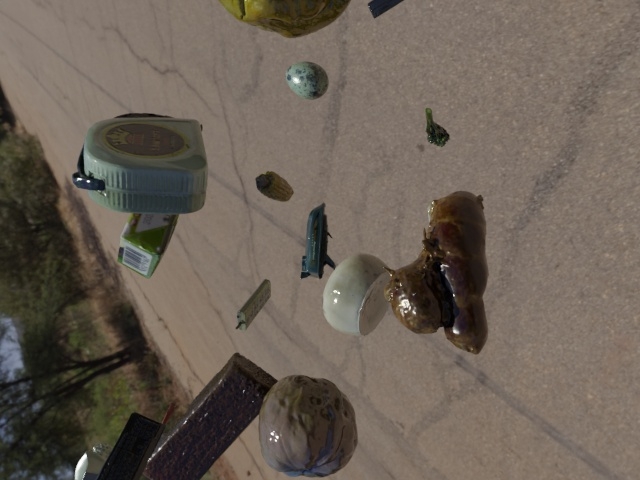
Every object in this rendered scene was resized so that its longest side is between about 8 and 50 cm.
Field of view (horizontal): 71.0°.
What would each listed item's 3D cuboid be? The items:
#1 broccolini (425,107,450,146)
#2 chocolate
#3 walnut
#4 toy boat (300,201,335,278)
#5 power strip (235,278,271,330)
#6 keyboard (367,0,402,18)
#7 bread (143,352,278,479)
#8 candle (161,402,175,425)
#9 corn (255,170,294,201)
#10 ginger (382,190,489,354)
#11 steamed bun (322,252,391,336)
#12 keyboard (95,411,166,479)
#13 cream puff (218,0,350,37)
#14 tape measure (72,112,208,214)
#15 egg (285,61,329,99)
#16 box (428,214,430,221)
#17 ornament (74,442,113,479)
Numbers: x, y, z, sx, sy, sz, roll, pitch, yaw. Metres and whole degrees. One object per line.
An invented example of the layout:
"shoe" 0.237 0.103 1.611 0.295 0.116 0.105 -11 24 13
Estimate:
"broccolini" 0.342 -0.352 1.396 0.068 0.203 0.091 -31 64 23
"chocolate" -0.552 -0.055 1.478 0.301 0.137 0.288 -35 37 57
"walnut" -0.030 0.448 1.095 0.248 0.248 0.248 35 136 43
"toy boat" 0.000 0.000 1.365 0.093 0.103 0.246 79 -165 -75
"power strip" -0.257 0.252 1.709 0.034 0.268 0.092 14 123 15
"keyboard" 0.218 -0.730 1.343 0.155 0.010 0.053 -23 95 23
"bread" -0.308 0.512 1.256 0.165 0.416 0.113 42 -176 -12
"candle" -0.551 0.646 1.584 0.026 0.167 0.021 40 116 -14
"corn" -0.169 -0.199 1.699 0.097 0.097 0.262 59 -170 15
"ginger" 0.284 0.047 1.080 0.254 0.418 0.176 12 155 6
"steamed bun" 0.138 0.205 1.759 0.206 0.324 0.324 21 127 31
"keyboard" -0.372 0.433 0.846 0.074 0.196 0.015 29 160 -11
"cream puff" -0.047 -0.543 0.778 0.257 0.291 0.324 -11 142 45
"tape measure" -0.298 -0.135 0.762 0.235 0.207 0.115 -115 30 -49
"egg" -0.051 -0.601 1.681 0.172 0.132 0.132 23 135 9
"box" 0.411 -0.076 1.557 0.024 0.083 0.054 -16 76 53
"ornament" -0.807 0.811 1.613 0.120 0.130 0.285 23 160 -10
